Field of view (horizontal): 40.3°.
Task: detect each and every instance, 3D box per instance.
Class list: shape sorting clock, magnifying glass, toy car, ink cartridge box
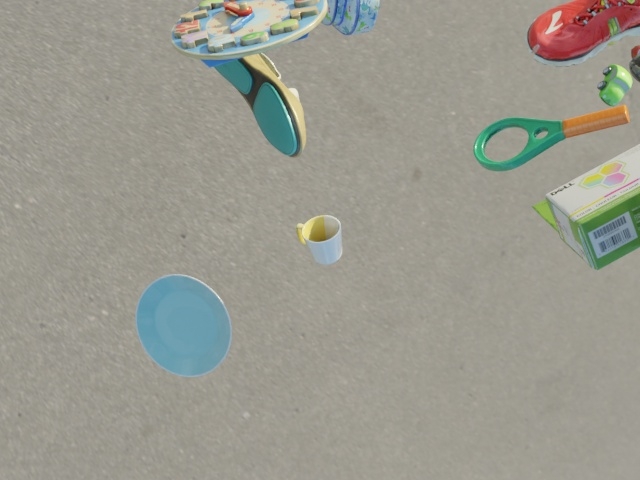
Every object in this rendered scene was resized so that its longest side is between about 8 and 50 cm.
[{"bbox_3d":[-0.093,-0.284,1.112,0.206,0.206,0.040,-34,129,-20],"label":"shape sorting clock"},{"bbox_3d":[0.340,-0.159,1.303,0.026,0.231,0.092,47,40,-43],"label":"magnifying glass"},{"bbox_3d":[0.688,-0.402,1.967,0.239,0.053,0.225,32,66,-19],"label":"toy car"},{"bbox_3d":[0.466,-0.082,1.447,0.188,0.255,0.097,-29,117,2],"label":"ink cartridge box"}]

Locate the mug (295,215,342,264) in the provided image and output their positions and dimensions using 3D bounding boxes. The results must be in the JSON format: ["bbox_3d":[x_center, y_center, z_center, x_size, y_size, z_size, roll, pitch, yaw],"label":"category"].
[{"bbox_3d":[0.004,0.000,1.371,0.062,0.078,0.064,-24,133,-9],"label":"mug"}]

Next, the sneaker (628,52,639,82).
[{"bbox_3d":[0.697,-0.277,1.655,0.101,0.267,0.106,-40,138,-7],"label":"sneaker"}]

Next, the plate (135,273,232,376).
[{"bbox_3d":[-0.238,0.148,1.533,0.024,0.188,0.188,-31,133,-68],"label":"plate"}]

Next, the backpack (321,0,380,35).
[{"bbox_3d":[0.041,-0.397,1.446,0.084,0.114,0.105,-15,135,-29],"label":"backpack"}]

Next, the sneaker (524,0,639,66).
[{"bbox_3d":[0.453,-0.370,1.384,0.279,0.107,0.118,-23,162,-8],"label":"sneaker"}]

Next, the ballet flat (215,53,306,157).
[{"bbox_3d":[-0.073,-0.216,1.240,0.073,0.232,0.080,-20,155,-39],"label":"ballet flat"}]
